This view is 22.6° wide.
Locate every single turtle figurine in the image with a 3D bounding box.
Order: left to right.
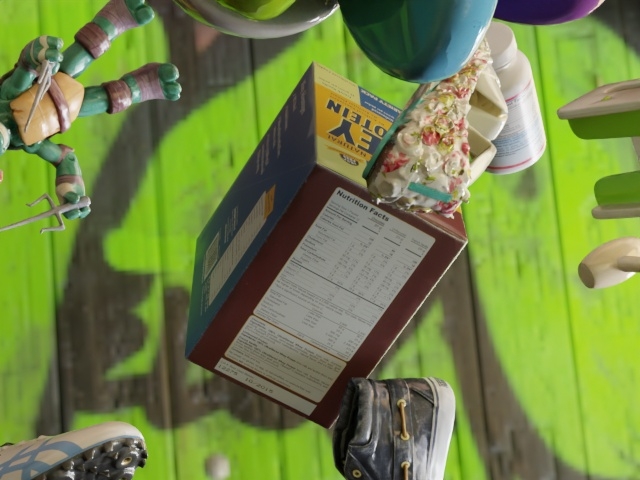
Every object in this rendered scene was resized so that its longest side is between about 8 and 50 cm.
[{"bbox_3d":[-0.238,-0.122,1.440,0.118,0.175,0.234,27,-127,32],"label":"turtle figurine"}]

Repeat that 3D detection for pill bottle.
[{"bbox_3d":[0.192,-0.156,1.750,0.087,0.087,0.160,-8,133,13],"label":"pill bottle"}]

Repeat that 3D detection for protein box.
[{"bbox_3d":[0.000,0.000,1.304,0.136,0.200,0.201,28,114,-15],"label":"protein box"}]

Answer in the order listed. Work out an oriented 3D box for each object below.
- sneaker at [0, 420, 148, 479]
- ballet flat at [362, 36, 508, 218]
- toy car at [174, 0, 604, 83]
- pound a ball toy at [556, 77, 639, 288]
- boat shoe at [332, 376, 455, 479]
[{"bbox_3d":[-0.230,0.173,1.157,0.237,0.086,0.085,-25,150,22],"label":"sneaker"},{"bbox_3d":[0.093,-0.084,1.159,0.077,0.241,0.091,27,127,1],"label":"ballet flat"},{"bbox_3d":[0.040,-0.125,0.493,0.136,0.182,0.159,37,154,-11],"label":"toy car"},{"bbox_3d":[0.381,-0.068,1.610,0.136,0.208,0.319,-27,-169,-30],"label":"pound a ball toy"},{"bbox_3d":[0.048,0.194,1.241,0.083,0.183,0.065,6,-178,-20],"label":"boat shoe"}]
